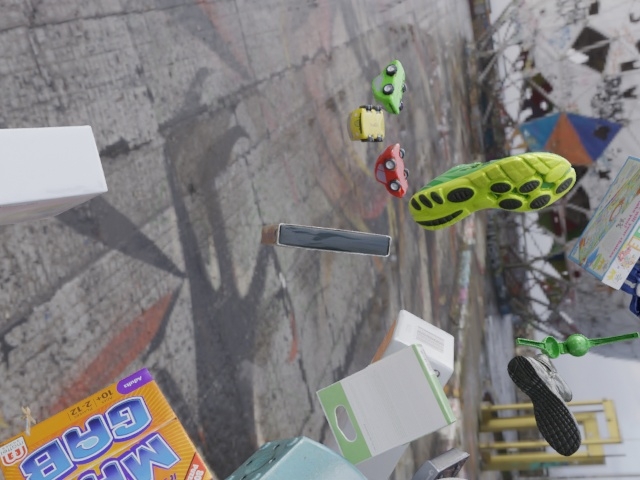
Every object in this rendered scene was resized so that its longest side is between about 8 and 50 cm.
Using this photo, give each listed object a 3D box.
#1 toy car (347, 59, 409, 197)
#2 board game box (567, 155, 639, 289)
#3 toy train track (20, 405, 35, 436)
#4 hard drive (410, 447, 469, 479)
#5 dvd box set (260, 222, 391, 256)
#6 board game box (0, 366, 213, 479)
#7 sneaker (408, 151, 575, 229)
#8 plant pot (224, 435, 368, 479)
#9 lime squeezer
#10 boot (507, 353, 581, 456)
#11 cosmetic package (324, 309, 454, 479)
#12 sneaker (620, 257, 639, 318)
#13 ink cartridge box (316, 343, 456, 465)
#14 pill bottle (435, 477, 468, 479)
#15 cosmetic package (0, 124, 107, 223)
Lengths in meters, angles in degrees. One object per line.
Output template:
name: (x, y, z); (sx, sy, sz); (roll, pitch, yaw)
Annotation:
toy car: (0.111, -0.221, 1.272); (0.239, 0.053, 0.225); (48, 47, -53)
board game box: (0.377, -0.025, 0.881); (0.154, 0.026, 0.103); (-62, -170, 12)
toy train track: (-0.583, 0.360, 1.404); (0.048, 0.014, 0.083); (64, -8, -31)
hard drive: (0.266, 0.640, 1.806); (0.172, 0.054, 0.255); (-4, 128, -49)
dvd box set: (0.000, 0.000, 2.049); (0.420, 0.307, 0.062); (180, -84, -79)
board game box: (-0.434, 0.582, 1.565); (0.356, 0.356, 0.356); (43, -28, 42)
sneaker: (0.298, -0.106, 1.262); (0.109, 0.295, 0.123); (62, 34, -25)
plant pot: (-0.050, 0.516, 1.331); (0.247, 0.248, 0.252); (-36, 95, -39)
lime squeezer: (0.613, 0.249, 1.745); (0.110, 0.310, 0.059); (97, -11, -50)
boot: (0.538, 0.361, 1.611); (0.161, 0.083, 0.246); (10, 46, -47)
cosmetic package: (0.157, 0.426, 1.775); (0.453, 0.161, 0.230); (-63, 176, 15)
sneaker: (0.675, 0.054, 1.451); (0.296, 0.131, 0.112); (57, -2, -33)
ink cartridge box: (0.131, 0.333, 1.432); (0.171, 0.235, 0.056); (66, 16, 17)
pill bottle: (0.274, 0.650, 1.391); (0.318, 0.176, 0.176); (69, 17, 0)
cosmetic package: (-0.561, -0.113, 1.312); (0.224, 0.224, 0.138); (-14, 87, -50)
